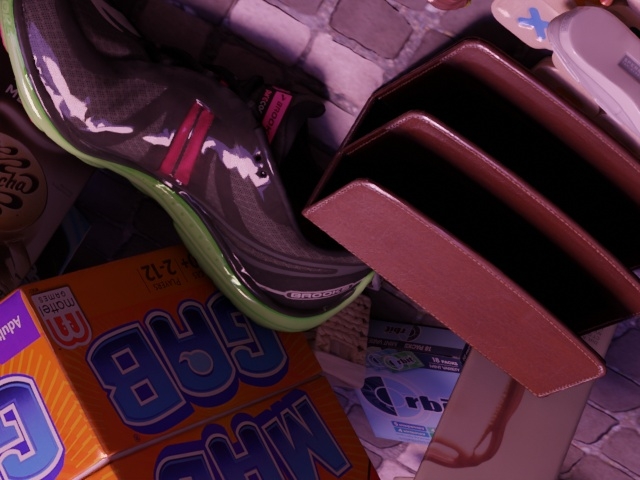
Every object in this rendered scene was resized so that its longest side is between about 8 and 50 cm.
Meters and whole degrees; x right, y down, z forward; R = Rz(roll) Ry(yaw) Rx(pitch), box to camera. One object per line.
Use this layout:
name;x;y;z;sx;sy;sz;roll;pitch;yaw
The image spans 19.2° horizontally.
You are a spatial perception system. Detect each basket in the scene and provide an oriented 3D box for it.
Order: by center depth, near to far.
basket;-0.037;0.094;2.073;0.167;0.103;0.113;5;167;33

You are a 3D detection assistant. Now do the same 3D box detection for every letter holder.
letter holder;0.176;-0.018;1.727;0.302;0.152;0.214;38;152;-14

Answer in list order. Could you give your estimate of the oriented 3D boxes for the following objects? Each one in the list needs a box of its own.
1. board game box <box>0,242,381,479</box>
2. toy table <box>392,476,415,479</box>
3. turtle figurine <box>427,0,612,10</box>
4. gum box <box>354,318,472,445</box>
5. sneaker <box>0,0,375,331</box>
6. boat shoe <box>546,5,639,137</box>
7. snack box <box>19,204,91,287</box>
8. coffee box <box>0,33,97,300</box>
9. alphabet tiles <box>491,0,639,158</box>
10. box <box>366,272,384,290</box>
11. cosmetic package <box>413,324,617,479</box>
board game box;-0.212;0.247;1.916;0.356;0.356;0.356;-35;80;34
toy table;0.196;0.361;2.200;0.252;0.161;0.274;8;152;7
turtle figurine;0.161;-0.246;1.487;0.217;0.087;0.269;-17;117;50
gum box;0.114;0.166;2.142;0.157;0.041;0.184;7;142;28
sneaker;-0.111;-0.119;1.841;0.202;0.185;0.483;-32;118;31
boat shoe;0.260;-0.126;1.589;0.184;0.066;0.063;35;175;-19
snack box;-0.404;-0.054;2.088;0.060;0.187;0.322;-5;135;40
coffee box;-0.357;-0.044;1.965;0.168;0.297;0.119;37;149;-13
alphabet tiles;0.291;-0.155;1.597;0.278;0.021;0.284;37;146;-8
box;0.000;0.000;2.013;0.137;0.027;0.094;15;146;19
cosmetic package;0.185;0.186;1.884;0.129;0.296;0.153;23;146;6
